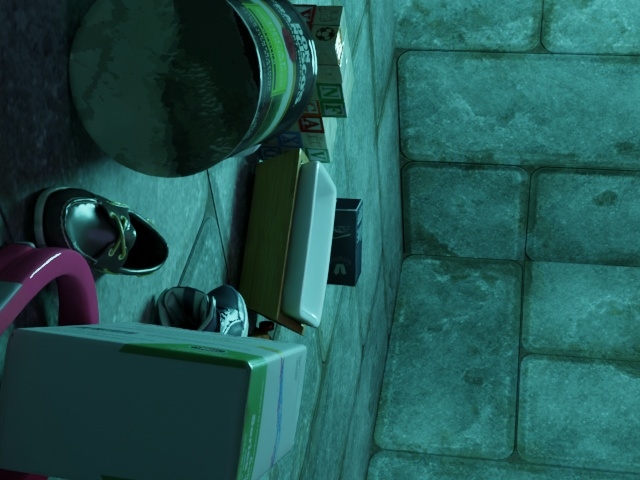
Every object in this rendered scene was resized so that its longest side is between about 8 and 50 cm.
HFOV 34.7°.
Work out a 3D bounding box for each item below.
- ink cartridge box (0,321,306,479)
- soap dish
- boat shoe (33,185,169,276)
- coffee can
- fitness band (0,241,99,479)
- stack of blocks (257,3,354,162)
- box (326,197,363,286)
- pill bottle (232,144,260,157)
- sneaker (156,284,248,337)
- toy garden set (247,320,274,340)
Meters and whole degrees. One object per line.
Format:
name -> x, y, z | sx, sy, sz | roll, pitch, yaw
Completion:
ink cartridge box -> -0.136, 0.143, 0.927 | 0.278, 0.201, 0.117 | 21, 76, -81
soap dish -> -0.056, 0.008, 1.780 | 0.229, 0.118, 0.291 | 48, 49, -75
boat shoe -> -0.220, -0.007, 1.050 | 0.228, 0.068, 0.081 | 38, 56, -77
coffee can -> -0.128, -0.187, 1.131 | 0.275, 0.201, 0.202 | -48, 140, -73
fitness band -> -0.271, 0.125, 0.891 | 0.291, 0.054, 0.209 | -64, 158, -62
stack of blocks -> -0.035, -0.252, 1.693 | 0.297, 0.171, 0.087 | 78, 18, -56
box -> 0.000, 0.000, 1.999 | 0.093, 0.155, 0.158 | -58, 150, -71
pill bottle -> -0.116, -0.173, 1.512 | 0.152, 0.086, 0.086 | -59, 150, -67
sneaker -> -0.156, 0.100, 1.384 | 0.226, 0.086, 0.163 | -72, 165, -49
toy garden set -> -0.126, 0.259, 1.710 | 0.244, 0.049, 0.204 | -45, 139, -73
